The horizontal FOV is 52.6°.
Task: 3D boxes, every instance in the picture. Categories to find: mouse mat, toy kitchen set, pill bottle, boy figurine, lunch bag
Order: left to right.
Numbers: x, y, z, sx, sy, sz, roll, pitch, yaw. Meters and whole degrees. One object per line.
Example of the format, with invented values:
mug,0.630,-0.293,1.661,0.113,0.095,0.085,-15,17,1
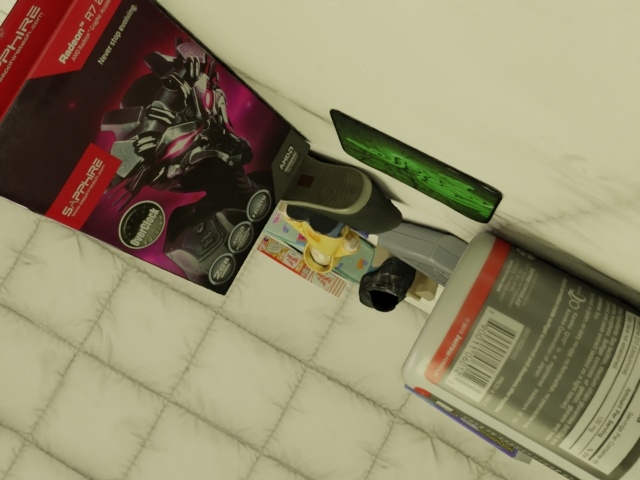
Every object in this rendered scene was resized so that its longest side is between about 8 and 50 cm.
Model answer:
boy figurine,-0.005,-0.019,1.235,0.177,0.092,0.285,29,164,11
lunch bag,0.000,0.000,1.600,0.224,0.108,0.279,28,176,45
toy kitchen set,0.135,0.038,1.322,0.166,0.122,0.207,32,155,-29
mouse mat,0.098,-0.073,0.684,0.190,0.007,0.152,28,176,12
pill bottle,0.296,0.161,0.747,0.363,0.210,0.210,29,176,11

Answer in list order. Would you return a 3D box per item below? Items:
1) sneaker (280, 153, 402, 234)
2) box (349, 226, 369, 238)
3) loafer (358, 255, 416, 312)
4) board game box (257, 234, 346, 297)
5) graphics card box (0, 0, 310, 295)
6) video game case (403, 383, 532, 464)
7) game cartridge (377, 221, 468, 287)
sneaker,0.004,-0.063,0.918,0.222,0.083,0.118,25,174,41
box,0.043,-0.044,1.315,0.136,0.028,0.081,23,173,42
loafer,0.113,0.095,1.199,0.076,0.078,0.223,22,159,-5
board game box,-0.047,0.061,1.576,0.147,0.045,0.193,33,176,-38
graphics card box,-0.185,-0.101,0.712,0.094,0.232,0.371,26,174,35
video game case,0.310,0.221,1.162,0.061,0.244,0.269,32,176,-38
game cartridge,0.239,0.059,1.036,0.294,0.060,0.196,31,179,-30
